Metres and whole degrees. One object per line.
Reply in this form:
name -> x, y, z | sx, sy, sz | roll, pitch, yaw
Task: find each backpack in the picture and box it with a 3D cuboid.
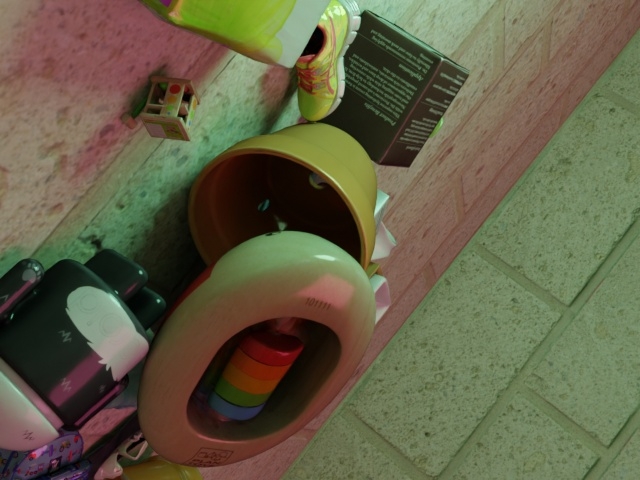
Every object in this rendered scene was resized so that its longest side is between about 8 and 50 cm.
backpack -> -0.433, 0.340, 1.218 | 0.158, 0.117, 0.173 | -7, 129, -54

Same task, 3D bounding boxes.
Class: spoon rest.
spoon rest -> 0.128, 0.002, 1.978 | 0.137, 0.084, 0.276 | -57, 161, 14

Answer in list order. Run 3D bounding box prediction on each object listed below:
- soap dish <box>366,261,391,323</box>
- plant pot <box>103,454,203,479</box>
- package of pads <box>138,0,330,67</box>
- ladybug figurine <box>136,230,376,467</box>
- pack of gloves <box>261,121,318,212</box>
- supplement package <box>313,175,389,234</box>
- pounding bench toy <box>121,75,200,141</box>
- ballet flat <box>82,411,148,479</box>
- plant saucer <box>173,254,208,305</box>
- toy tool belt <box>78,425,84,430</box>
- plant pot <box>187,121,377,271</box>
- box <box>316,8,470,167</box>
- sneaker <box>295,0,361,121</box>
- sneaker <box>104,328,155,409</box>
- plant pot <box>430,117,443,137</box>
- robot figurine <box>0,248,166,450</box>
soap dish -> 0.081, 0.179, 2.133 | 0.229, 0.118, 0.291 | -49, 161, -10
plant pot -> -0.375, 0.552, 1.658 | 0.205, 0.205, 0.188 | -54, 146, 5
package of pads -> -0.072, -0.326, 0.895 | 0.229, 0.101, 0.296 | -58, 160, 16
ladybug figurine -> -0.105, 0.155, 1.137 | 0.305, 0.162, 0.449 | 17, 122, -33
pack of gloves -> -0.014, -0.118, 1.492 | 0.232, 0.046, 0.195 | -59, 159, 19
supplement package -> 0.000, 0.000, 1.447 | 0.244, 0.139, 0.134 | -52, 167, -29
pounding bench toy -> -0.198, -0.167, 0.973 | 0.052, 0.083, 0.065 | 78, 21, -69
ballet flat -> -0.391, 0.410, 1.526 | 0.203, 0.074, 0.074 | -41, 158, -30
plant saucer -> -0.183, 0.110, 1.407 | 0.311, 0.050, 0.311 | -57, 159, -36
toy tool belt -> -0.399, 0.269, 1.298 | 0.083, 0.052, 0.051 | -48, 135, -9
plant pot -> -0.032, -0.056, 1.243 | 0.203, 0.290, 0.291 | -55, 170, -50
box -> 0.117, -0.255, 1.356 | 0.203, 0.168, 0.167 | -58, 161, 17
sneaker -> -0.012, -0.270, 1.191 | 0.094, 0.081, 0.209 | -26, 142, -39
sneaker -> -0.324, 0.218, 1.288 | 0.150, 0.135, 0.366 | -29, 151, -15
plant pot -> 0.214, -0.272, 1.709 | 0.083, 0.083, 0.079 | -53, 150, 3
robot figurine -> -0.336, 0.135, 1.011 | 0.278, 0.209, 0.173 | -45, -174, -23
